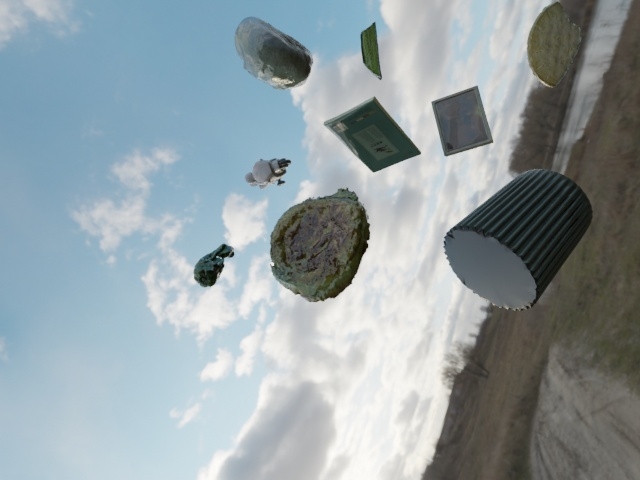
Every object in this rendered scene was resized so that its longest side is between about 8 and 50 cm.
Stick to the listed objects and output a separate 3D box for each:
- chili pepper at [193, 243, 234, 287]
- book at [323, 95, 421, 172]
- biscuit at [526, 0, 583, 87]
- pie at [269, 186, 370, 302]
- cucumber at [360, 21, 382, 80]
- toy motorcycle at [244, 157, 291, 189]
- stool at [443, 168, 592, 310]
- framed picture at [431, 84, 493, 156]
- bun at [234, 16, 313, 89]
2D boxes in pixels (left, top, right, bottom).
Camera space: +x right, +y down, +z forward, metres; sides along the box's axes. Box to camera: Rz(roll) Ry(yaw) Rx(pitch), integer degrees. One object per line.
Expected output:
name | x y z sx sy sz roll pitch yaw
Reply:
chili pepper | -0.389 0.085 1.499 0.253 0.099 0.084 -73 -16 -63
book | 0.228 -0.437 1.785 0.379 0.264 0.031 35 -126 -39
biscuit | 0.787 -0.653 1.387 0.040 0.188 0.266 -92 -13 -70
pie | 0.000 0.000 1.182 0.103 0.288 0.355 45 -134 -53
cucumber | 0.200 -0.755 1.674 0.046 0.070 0.220 -97 -3 -78
toy motorcycle | -0.221 -0.264 1.643 0.170 0.260 0.110 -19 -89 -26
stool | 0.577 -0.014 1.198 0.330 0.297 0.297 -38 -37 -19
framed picture | 0.629 -0.533 1.857 0.020 0.211 0.290 28 -128 -62
bun | -0.197 -0.768 1.734 0.362 0.362 0.211 -25 -30 -58
